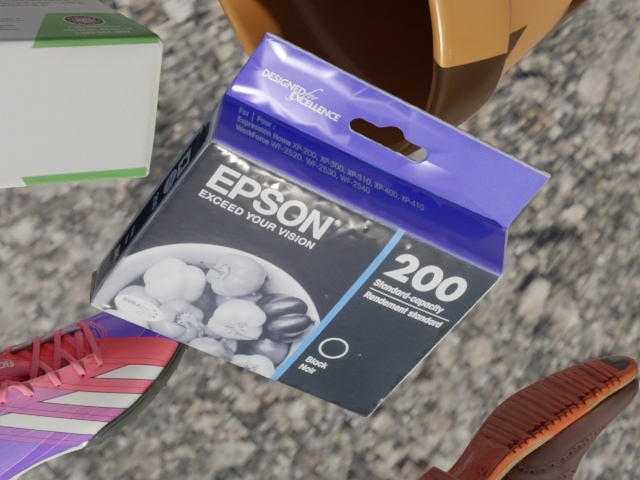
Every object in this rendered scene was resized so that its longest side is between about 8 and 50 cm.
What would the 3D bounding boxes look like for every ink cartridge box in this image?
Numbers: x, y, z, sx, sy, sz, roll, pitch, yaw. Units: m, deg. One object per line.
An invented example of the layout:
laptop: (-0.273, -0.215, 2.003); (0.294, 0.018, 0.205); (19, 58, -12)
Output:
ink cartridge box: (-0.277, -0.138, 1.447); (0.278, 0.201, 0.117); (33, 122, 51)
ink cartridge box: (0.000, 0.000, 1.130); (0.206, 0.045, 0.208); (24, 125, -22)

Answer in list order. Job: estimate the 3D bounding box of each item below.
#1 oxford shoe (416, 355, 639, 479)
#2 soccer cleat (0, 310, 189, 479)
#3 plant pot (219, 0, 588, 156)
oxford shoe: (0.180, 0.204, 1.639); (0.271, 0.097, 0.098); (-38, 106, -4)
soccer cleat: (-0.252, 0.130, 1.570); (0.318, 0.108, 0.116); (-34, 128, -11)
plant pot: (0.067, -0.223, 1.243); (0.291, 0.203, 0.291); (44, 149, 35)
